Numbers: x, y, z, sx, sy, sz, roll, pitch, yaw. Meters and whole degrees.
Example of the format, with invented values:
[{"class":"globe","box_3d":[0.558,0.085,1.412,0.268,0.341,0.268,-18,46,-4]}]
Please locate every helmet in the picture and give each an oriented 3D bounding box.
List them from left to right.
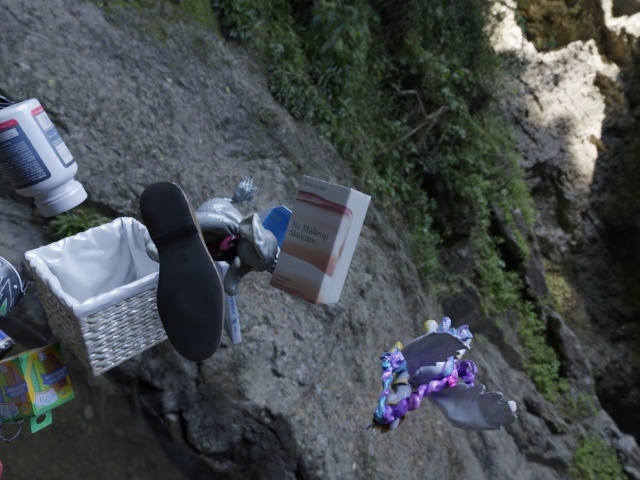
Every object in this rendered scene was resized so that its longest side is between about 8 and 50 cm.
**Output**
[{"class":"helmet","box_3d":[-0.734,0.104,1.042,0.169,0.169,0.161,52,-13,-13]}]

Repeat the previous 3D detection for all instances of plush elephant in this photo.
[{"class":"plush elephant","box_3d":[-0.227,0.021,1.284,0.255,0.330,0.272,43,-3,27]}]

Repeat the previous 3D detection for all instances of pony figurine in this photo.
[{"class":"pony figurine","box_3d":[0.295,0.351,1.273,0.302,0.351,0.363,55,32,-7]}]

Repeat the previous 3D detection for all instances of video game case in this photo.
[{"class":"video game case","box_3d":[-0.364,0.160,1.705,0.329,0.036,0.300,34,-47,55]}]

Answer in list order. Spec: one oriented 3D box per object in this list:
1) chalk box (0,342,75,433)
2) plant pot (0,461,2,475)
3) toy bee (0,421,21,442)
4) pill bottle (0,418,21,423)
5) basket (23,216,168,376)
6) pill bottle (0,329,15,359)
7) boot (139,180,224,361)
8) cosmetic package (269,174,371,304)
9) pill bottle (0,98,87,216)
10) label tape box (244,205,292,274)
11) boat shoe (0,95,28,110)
[{"class":"chalk box","box_3d":[-0.777,0.407,1.308,0.132,0.132,0.213,-18,91,-72]},{"class":"plant pot","box_3d":[-0.765,0.496,0.943,0.174,0.191,0.191,24,5,-1]},{"class":"toy bee","box_3d":[-1.049,0.551,1.397,0.298,0.162,0.195,-27,81,-46]},{"class":"pill bottle","box_3d":[-1.126,0.559,1.638,0.221,0.124,0.124,26,24,-51]},{"class":"basket","box_3d":[-0.594,0.146,1.387,0.328,0.331,0.266,30,-49,33]},{"class":"pill bottle","box_3d":[-1.085,0.294,1.500,0.219,0.123,0.123,44,5,-7]},{"class":"boot","box_3d":[-0.227,0.053,0.842,0.115,0.112,0.305,108,-32,-84]},{"class":"cosmetic package","box_3d":[0.000,0.000,1.233,0.153,0.296,0.129,18,4,28]},{"class":"pill bottle","box_3d":[-0.483,-0.136,0.817,0.108,0.108,0.180,-119,-172,-62]},{"class":"label tape box","box_3d":[-0.130,0.019,1.584,0.249,0.115,0.348,38,-21,-22]},{"class":"boat shoe","box_3d":[-0.676,-0.290,0.979,0.206,0.065,0.075,23,38,-1]}]
